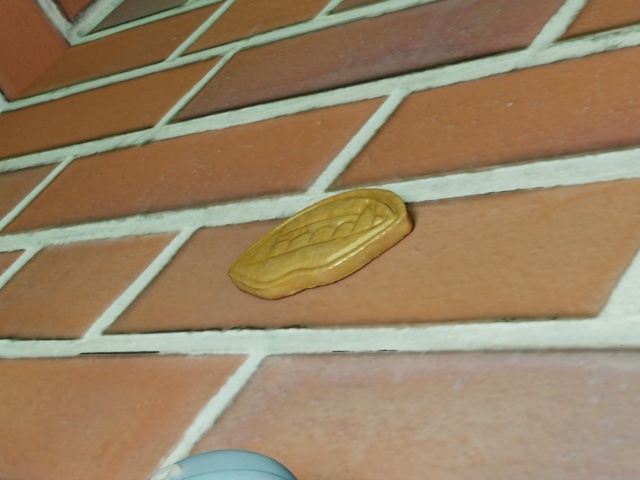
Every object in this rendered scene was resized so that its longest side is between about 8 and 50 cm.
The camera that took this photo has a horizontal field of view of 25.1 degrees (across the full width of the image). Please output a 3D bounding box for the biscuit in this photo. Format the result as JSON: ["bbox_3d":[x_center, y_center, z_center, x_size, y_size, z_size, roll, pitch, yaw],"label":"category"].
[{"bbox_3d":[0.000,0.000,1.433,0.221,0.029,0.142,-16,29,36],"label":"biscuit"}]

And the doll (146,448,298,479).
[{"bbox_3d":[-0.075,0.241,0.937,0.177,0.141,0.314,-35,27,7],"label":"doll"}]
